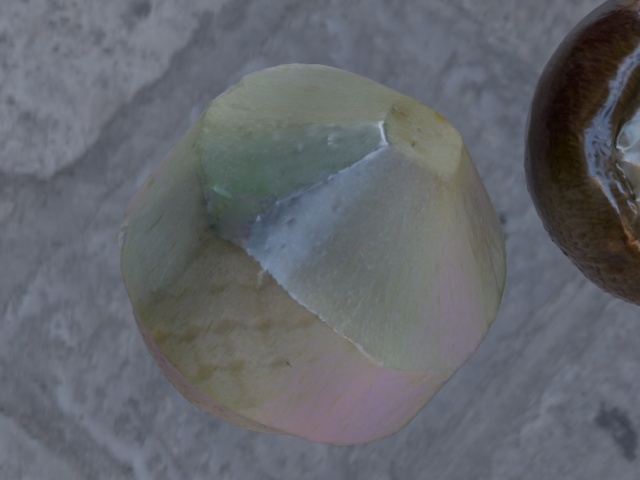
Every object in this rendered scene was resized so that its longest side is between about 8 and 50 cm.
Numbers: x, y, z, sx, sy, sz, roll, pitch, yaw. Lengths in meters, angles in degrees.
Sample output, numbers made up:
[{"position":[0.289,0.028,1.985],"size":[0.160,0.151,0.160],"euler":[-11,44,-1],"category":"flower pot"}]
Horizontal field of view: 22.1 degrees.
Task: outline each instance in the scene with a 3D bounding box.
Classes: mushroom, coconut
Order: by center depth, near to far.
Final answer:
[{"position":[0.000,0.000,1.069],"size":[0.259,0.259,0.259],"euler":[5,62,-10],"category":"coconut"},{"position":[0.264,-0.074,1.228],"size":[0.253,0.153,0.253],"euler":[-5,101,-25],"category":"mushroom"}]
